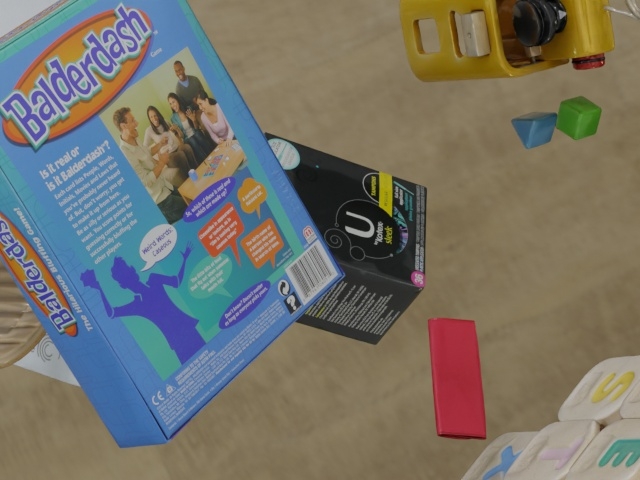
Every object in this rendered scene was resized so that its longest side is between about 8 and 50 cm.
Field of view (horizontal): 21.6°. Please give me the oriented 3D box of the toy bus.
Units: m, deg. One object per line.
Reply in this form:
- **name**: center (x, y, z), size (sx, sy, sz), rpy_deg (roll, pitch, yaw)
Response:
- **toy bus**: center (0.156, -0.180, 1.389), size (0.104, 0.191, 0.202), rpy_deg (-19, 148, -35)

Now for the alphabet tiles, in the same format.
- **alphabet tiles**: center (0.124, 0.170, 0.973), size (0.021, 0.278, 0.284), rpy_deg (47, 68, -12)

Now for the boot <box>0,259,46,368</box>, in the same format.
- **boot**: center (-0.216, 0.025, 1.192), size (0.090, 0.207, 0.248), rpy_deg (12, 53, -7)

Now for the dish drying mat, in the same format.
- **dish drying mat**: center (0.084, 0.085, 1.037), size (0.032, 0.008, 0.083), rpy_deg (6, 55, -12)

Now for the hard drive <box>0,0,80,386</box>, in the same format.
- **hard drive**: center (-0.241, -0.073, 1.425), size (0.047, 0.233, 0.353), rpy_deg (3, 98, -50)

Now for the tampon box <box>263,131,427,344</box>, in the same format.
- **tampon box**: center (0.000, 0.000, 1.471), size (0.161, 0.120, 0.101), rpy_deg (17, 139, -17)

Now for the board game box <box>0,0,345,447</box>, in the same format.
- **board game box**: center (-0.095, -0.024, 0.869), size (0.160, 0.047, 0.210), rpy_deg (-41, 109, -39)
